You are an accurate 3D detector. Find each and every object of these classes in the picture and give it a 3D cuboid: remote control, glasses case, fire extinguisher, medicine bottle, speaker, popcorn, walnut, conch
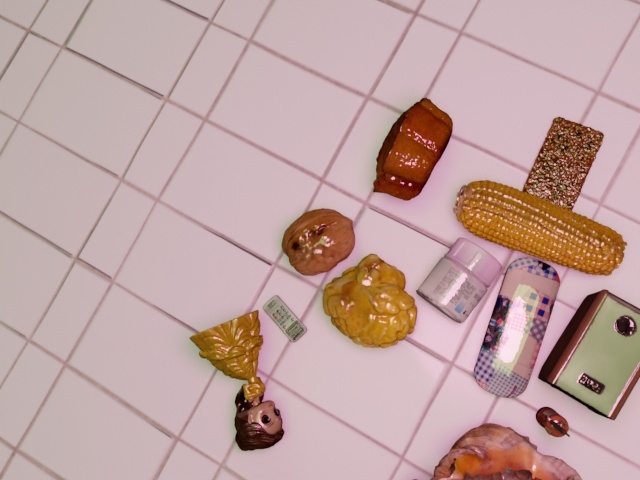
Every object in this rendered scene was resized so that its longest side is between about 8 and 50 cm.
[{"bbox_3d":[-0.089,0.195,1.631,0.053,0.018,0.124,-42,76,2],"label":"remote control"},{"bbox_3d":[0.453,0.199,1.504,0.125,0.076,0.327,18,85,14],"label":"glasses case"},{"bbox_3d":[0.502,0.393,1.413,0.062,0.177,0.050,42,91,12],"label":"fire extinguisher"},{"bbox_3d":[0.323,0.092,1.516,0.135,0.135,0.168,35,89,13],"label":"medicine bottle"},{"bbox_3d":[0.604,0.243,1.411,0.153,0.192,0.230,31,87,14],"label":"speaker"},{"bbox_3d":[0.126,0.142,1.537,0.203,0.226,0.200,-48,114,-37],"label":"popcorn"},{"bbox_3d":[0.000,0.000,1.584,0.184,0.155,0.155,-33,77,9],"label":"walnut"},{"bbox_3d":[0.369,0.523,1.339,0.297,0.352,0.209,-6,97,44],"label":"conch"}]

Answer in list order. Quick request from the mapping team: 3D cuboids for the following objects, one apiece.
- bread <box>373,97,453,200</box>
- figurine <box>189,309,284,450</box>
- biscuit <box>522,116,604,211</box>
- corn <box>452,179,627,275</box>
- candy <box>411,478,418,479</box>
[{"bbox_3d":[0.214,-0.212,1.546,0.135,0.232,0.246,29,63,3],"label":"bread"},{"bbox_3d":[-0.172,0.342,1.558,0.168,0.187,0.315,-22,86,2],"label":"figurine"},{"bbox_3d":[0.581,-0.177,1.568,0.131,0.025,0.230,23,85,13],"label":"biscuit"},{"bbox_3d":[0.495,-0.030,1.506,0.388,0.144,0.143,22,86,8],"label":"corn"},{"bbox_3d":[0.154,0.682,1.428,0.135,0.179,0.320,39,90,13],"label":"candy"}]
